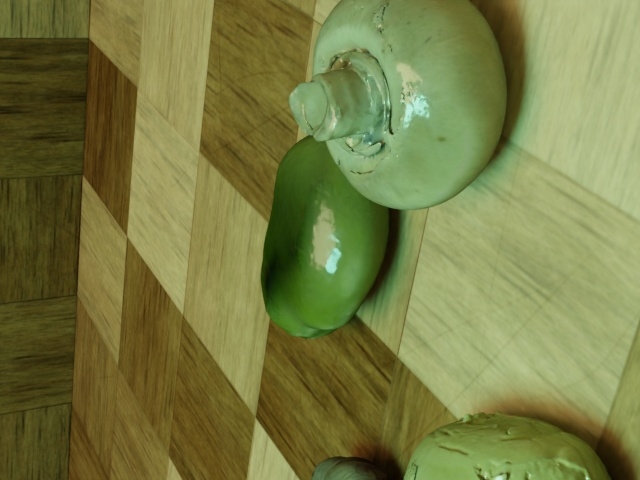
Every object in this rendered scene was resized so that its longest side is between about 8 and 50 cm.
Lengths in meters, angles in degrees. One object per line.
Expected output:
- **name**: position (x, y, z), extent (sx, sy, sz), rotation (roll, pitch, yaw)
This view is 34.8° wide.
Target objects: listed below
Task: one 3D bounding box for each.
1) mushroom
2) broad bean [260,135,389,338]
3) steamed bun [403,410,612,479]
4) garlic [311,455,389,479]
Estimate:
- **mushroom**: position (0.072, -0.149, 1.059), extent (0.246, 0.202, 0.246), rotation (35, 134, 47)
- **broad bean**: position (0.001, 0.000, 1.302), extent (0.238, 0.119, 0.291), rotation (-119, 38, -52)
- **steamed bun**: position (0.165, 0.291, 1.002), extent (0.273, 0.166, 0.232), rotation (-3, 94, 62)
- **garlic**: position (0.053, 0.345, 1.291), extent (0.159, 0.102, 0.147), rotation (-124, 24, -59)
